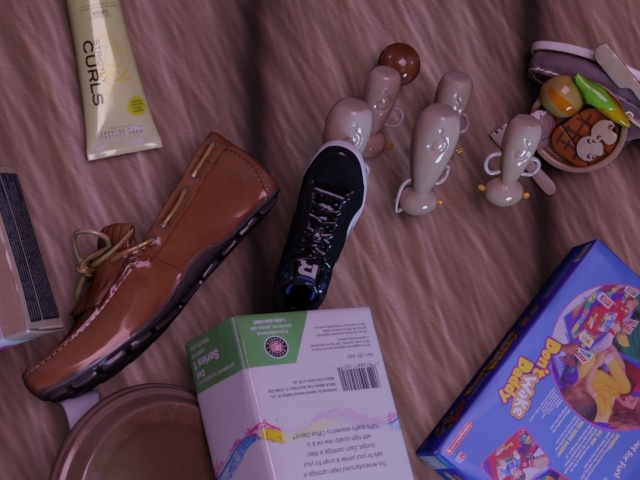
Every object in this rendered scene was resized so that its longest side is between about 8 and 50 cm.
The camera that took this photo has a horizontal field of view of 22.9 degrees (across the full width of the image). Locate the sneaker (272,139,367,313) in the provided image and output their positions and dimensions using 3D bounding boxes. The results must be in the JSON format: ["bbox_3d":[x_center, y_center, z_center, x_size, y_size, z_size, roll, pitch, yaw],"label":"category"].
[{"bbox_3d":[0.000,0.000,1.834,0.079,0.121,0.216,16,119,-2],"label":"sneaker"}]

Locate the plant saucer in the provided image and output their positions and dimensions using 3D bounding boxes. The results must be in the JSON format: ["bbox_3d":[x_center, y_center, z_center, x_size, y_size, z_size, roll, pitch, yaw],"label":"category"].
[{"bbox_3d":[-0.182,0.299,1.778,0.278,0.041,0.277,3,86,-40],"label":"plant saucer"}]

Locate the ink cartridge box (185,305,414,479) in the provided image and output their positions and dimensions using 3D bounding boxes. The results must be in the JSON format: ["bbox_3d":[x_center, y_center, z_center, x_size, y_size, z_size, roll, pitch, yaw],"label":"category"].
[{"bbox_3d":[-0.017,0.226,1.799,0.201,0.117,0.278,-2,71,-39],"label":"ink cartridge box"}]

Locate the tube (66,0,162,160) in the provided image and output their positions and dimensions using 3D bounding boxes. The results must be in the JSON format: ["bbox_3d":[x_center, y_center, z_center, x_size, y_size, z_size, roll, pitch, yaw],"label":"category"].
[{"bbox_3d":[-0.256,-0.220,1.889,0.070,0.062,0.240,-12,89,24],"label":"tube"}]

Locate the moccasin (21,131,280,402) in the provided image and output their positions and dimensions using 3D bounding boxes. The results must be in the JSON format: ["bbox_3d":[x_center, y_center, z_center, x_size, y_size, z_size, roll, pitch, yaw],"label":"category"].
[{"bbox_3d":[-0.211,0.028,1.820,0.147,0.139,0.380,41,76,0],"label":"moccasin"}]

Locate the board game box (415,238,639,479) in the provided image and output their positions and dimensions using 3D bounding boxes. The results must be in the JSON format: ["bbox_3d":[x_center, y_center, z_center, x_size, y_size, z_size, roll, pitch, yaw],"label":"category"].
[{"bbox_3d":[0.317,0.205,1.968,0.233,0.078,0.347,42,73,-6],"label":"board game box"}]

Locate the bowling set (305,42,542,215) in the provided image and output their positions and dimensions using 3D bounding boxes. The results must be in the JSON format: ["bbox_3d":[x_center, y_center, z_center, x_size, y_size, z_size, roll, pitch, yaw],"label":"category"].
[{"bbox_3d":[0.119,-0.135,1.954,0.287,0.154,0.200,6,36,-11],"label":"bowling set"}]

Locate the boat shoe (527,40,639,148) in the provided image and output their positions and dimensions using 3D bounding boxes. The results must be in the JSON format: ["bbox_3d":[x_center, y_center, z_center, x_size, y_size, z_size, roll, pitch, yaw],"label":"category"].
[{"bbox_3d":[0.407,-0.157,2.033,0.324,0.116,0.096,24,88,-6],"label":"boat shoe"}]

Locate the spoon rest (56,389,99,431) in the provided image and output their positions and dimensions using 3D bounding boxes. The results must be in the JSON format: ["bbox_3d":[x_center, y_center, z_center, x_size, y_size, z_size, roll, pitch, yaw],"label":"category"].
[{"bbox_3d":[-0.260,0.307,1.790,0.137,0.084,0.276,-7,83,-16],"label":"spoon rest"}]

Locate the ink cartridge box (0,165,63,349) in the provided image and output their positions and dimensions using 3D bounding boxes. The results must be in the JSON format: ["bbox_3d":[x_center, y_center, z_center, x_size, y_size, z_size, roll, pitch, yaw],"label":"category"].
[{"bbox_3d":[-0.424,0.042,1.728,0.235,0.088,0.193,-19,85,15],"label":"ink cartridge box"}]

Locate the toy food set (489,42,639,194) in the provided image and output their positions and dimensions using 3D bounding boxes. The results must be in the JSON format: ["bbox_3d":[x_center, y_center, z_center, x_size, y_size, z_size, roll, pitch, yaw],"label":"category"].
[{"bbox_3d":[0.319,-0.144,1.983,0.192,0.038,0.132,-40,96,25],"label":"toy food set"}]
